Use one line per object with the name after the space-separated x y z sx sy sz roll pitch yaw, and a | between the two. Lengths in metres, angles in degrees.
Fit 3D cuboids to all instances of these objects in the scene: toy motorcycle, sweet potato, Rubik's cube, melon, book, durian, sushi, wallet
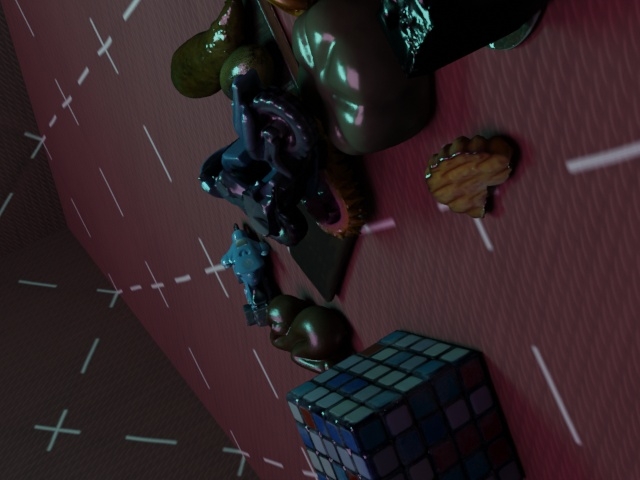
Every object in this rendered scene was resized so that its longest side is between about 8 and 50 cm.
-0.166 0.095 2.413 0.182 0.123 0.272 -119 11 -73 | toy motorcycle
-0.224 -0.381 1.985 0.130 0.130 0.422 63 158 -1 | sweet potato
0.152 0.368 1.814 0.293 0.292 0.287 5 119 61 | Rubik's cube
-0.138 -0.318 1.850 0.099 0.099 0.162 61 156 3 | melon
-0.104 -0.372 1.875 0.228 0.024 0.160 65 158 -6 | book
-0.008 -0.162 1.812 0.341 0.112 0.191 53 147 2 | durian
-0.114 -0.140 1.696 0.232 0.172 0.416 36 155 14 | toy motorcycle
0.168 -0.346 1.130 0.227 0.215 0.212 90 157 -81 | sushi
0.000 0.000 2.042 0.165 0.042 0.309 51 156 21 | wallet

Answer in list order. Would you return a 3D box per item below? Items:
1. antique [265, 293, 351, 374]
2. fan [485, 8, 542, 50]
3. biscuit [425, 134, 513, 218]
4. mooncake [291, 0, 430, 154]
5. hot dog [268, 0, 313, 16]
-0.035 0.203 2.240 0.257 0.121 0.143 27 136 52 | antique
0.229 -0.366 1.212 0.223 0.012 0.294 64 157 2 | fan
0.218 -0.107 1.440 0.118 0.061 0.183 18 152 -3 | biscuit
0.054 -0.261 1.537 0.275 0.135 0.275 51 155 35 | mooncake
-0.113 -0.467 1.676 0.249 0.068 0.100 35 -173 16 | hot dog
